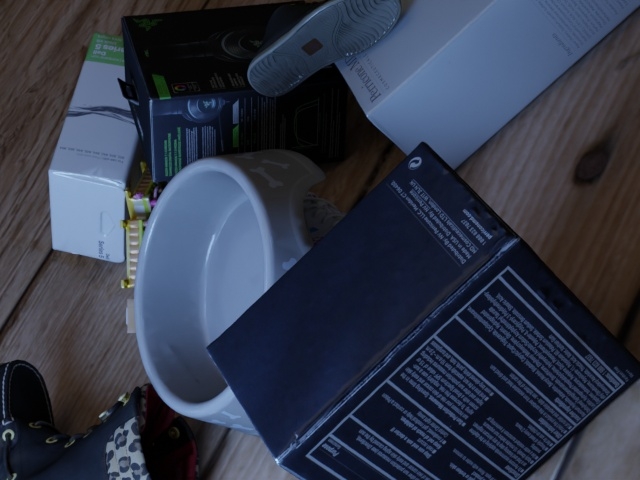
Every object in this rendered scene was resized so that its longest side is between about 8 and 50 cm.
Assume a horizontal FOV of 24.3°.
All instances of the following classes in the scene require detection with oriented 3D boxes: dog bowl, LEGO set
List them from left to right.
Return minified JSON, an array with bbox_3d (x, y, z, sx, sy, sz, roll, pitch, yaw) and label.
[{"bbox_3d":[-0.206,-0.012,2.054,0.107,0.132,0.287,-2,54,12],"label":"LEGO set"},{"bbox_3d":[-0.105,0.057,1.758,0.349,0.102,0.348,-11,76,54],"label":"dog bowl"}]

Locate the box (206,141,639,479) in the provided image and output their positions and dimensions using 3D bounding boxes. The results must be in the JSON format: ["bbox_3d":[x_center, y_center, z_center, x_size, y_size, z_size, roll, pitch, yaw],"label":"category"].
[{"bbox_3d":[0.103,0.115,1.440,0.294,0.296,0.182,-44,45,4],"label":"box"}]

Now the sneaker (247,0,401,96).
[{"bbox_3d":[0.003,-0.277,1.857,0.222,0.083,0.118,-26,34,26],"label":"sneaker"}]

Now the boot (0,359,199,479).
[{"bbox_3d":[-0.301,0.263,1.863,0.284,0.138,0.377,-33,42,21],"label":"boot"}]

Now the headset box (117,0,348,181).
[{"bbox_3d":[-0.131,-0.207,2.016,0.283,0.131,0.246,-7,36,-12],"label":"headset box"}]

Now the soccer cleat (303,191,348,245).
[{"bbox_3d":[0.000,0.000,1.814,0.331,0.116,0.143,-2,65,46],"label":"soccer cleat"}]

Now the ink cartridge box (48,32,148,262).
[{"bbox_3d":[-0.310,-0.136,2.186,0.115,0.198,0.272,11,54,0],"label":"ink cartridge box"}]

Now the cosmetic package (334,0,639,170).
[{"bbox_3d":[0.209,-0.282,1.838,0.385,0.156,0.217,-42,35,8],"label":"cosmetic package"}]
